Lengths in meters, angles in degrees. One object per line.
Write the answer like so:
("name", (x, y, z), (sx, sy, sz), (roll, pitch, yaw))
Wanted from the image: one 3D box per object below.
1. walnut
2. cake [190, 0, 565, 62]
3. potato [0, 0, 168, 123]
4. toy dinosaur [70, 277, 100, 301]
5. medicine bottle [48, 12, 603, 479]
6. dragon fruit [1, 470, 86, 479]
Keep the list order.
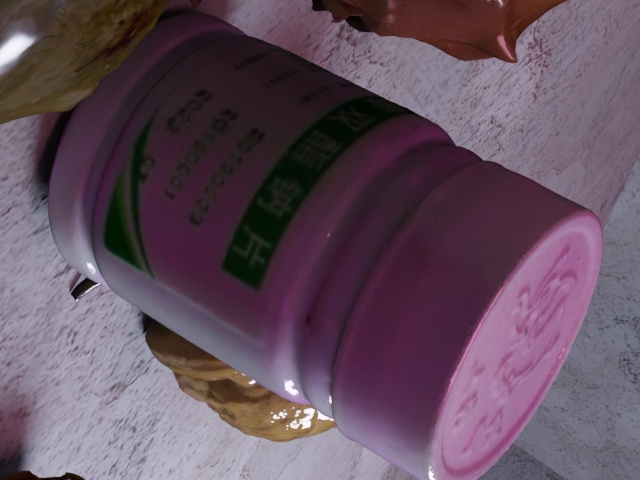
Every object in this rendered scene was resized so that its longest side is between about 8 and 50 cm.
("walnut", (-0.025, 0.106, 1.417), (0.238, 0.204, 0.141), (-26, 117, -57))
("cake", (0.042, -0.260, 0.935), (0.321, 0.332, 0.332), (-20, 164, 8))
("potato", (-0.163, -0.148, 0.591), (0.270, 0.219, 0.359), (-42, 172, 20))
("toy dinosaur", (-0.099, 0.029, 1.302), (0.179, 0.087, 0.187), (-52, 161, -17))
("medicine bottle", (0.000, 0.000, 1.077), (0.212, 0.325, 0.212), (-42, 149, -33))
("dragon fruit", (-0.244, 0.268, 1.324), (0.125, 0.125, 0.246), (-61, -175, -36))
